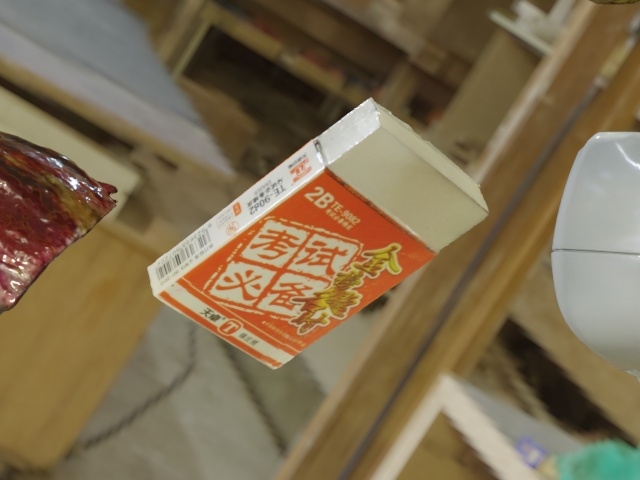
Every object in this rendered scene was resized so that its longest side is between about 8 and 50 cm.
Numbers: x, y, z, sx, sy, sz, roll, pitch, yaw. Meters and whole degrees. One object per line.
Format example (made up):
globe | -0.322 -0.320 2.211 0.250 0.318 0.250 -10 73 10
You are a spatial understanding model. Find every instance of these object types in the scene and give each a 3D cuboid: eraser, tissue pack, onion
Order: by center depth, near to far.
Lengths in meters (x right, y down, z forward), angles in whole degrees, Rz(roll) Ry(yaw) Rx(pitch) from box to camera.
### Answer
onion | -0.306 -0.019 1.372 0.146 0.314 0.280 65 18 -16
eraser | 0.000 0.000 1.532 0.157 0.230 0.038 35 26 -43
tissue pack | 0.386 0.030 1.796 0.333 0.236 0.229 4 -6 36

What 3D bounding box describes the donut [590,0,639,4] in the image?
donut | 0.220 -0.264 1.263 0.272 0.272 0.107 21 28 -48
